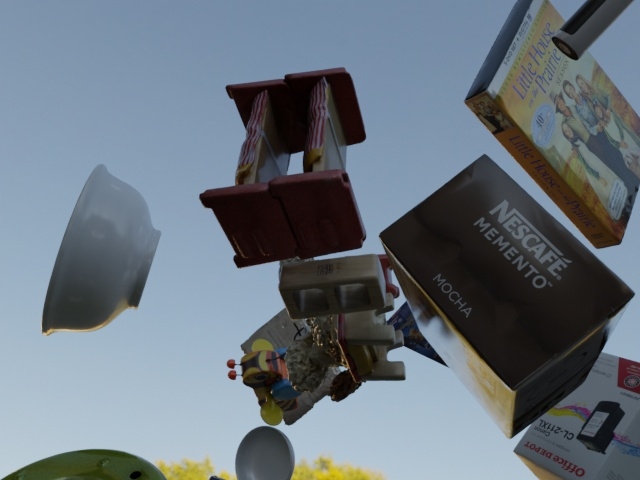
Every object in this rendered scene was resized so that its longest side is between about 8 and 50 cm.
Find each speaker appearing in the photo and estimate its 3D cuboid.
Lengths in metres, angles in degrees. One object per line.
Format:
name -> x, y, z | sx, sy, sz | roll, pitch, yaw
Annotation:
speaker -> 0.418, -0.341, 0.996 | 0.136, 0.055, 0.055 | -47, -54, 11

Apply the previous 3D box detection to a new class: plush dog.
plush dog -> 0.045, 0.143, 1.127 | 0.211, 0.262, 0.225 | -5, 7, -12

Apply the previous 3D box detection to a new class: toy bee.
toy bee -> -0.121, 0.279, 1.427 | 0.162, 0.195, 0.298 | -4, -59, -10

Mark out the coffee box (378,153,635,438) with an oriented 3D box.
coffee box -> 0.172, 0.073, 0.636 | 0.119, 0.168, 0.297 | -37, -26, -2

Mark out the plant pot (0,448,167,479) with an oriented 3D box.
plant pot -> -0.268, 0.451, 0.755 | 0.367, 0.366, 0.352 | 0, -66, 8

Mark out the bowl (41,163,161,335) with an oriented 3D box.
bowl -> -0.352, 0.032, 1.111 | 0.134, 0.297, 0.298 | 17, -37, -12

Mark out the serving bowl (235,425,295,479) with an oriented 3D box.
serving bowl -> -0.062, 0.266, 0.791 | 0.083, 0.083, 0.027 | -18, -28, 29

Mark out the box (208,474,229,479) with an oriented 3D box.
box -> -0.174, 0.668, 1.166 | 0.179, 0.343, 0.312 | 10, -53, 18

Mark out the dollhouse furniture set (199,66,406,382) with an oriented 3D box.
dollhouse furniture set -> 0.000, 0.000, 0.831 | 0.152, 0.201, 0.374 | -8, -46, 12

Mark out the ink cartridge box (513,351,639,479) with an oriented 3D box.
ink cartridge box -> 0.345, 0.233, 0.816 | 0.072, 0.175, 0.127 | 46, -14, -21

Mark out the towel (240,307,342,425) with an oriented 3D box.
towel -> -0.074, 0.309, 1.668 | 0.187, 0.282, 0.049 | -39, -39, 1

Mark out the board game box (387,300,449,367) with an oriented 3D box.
board game box -> 0.278, 0.206, 1.563 | 0.194, 0.060, 0.194 | 43, -88, -21

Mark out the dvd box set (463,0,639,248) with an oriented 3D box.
dvd box set -> 0.476, -0.231, 1.269 | 0.420, 0.307, 0.062 | 42, -30, -20
